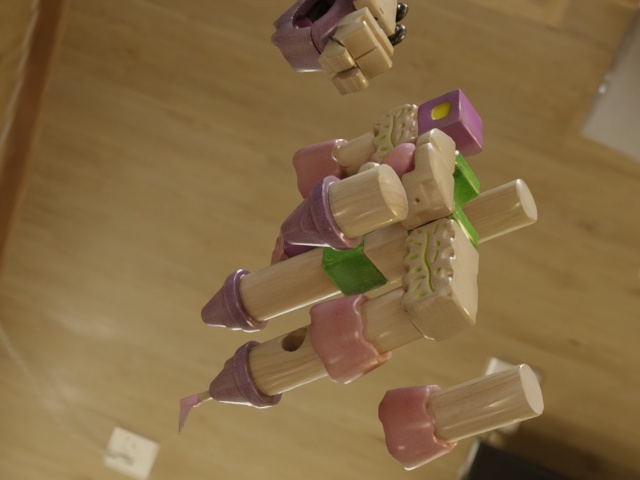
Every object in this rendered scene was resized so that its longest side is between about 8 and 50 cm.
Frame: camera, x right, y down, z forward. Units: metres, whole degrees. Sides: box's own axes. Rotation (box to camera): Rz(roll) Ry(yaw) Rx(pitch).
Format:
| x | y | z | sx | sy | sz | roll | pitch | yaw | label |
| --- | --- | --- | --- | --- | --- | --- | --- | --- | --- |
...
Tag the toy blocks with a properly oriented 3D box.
| x | y | z | sx | sy | sz | roll | pitch | yaw | label |
| --- | --- | --- | --- | --- | --- | --- | --- | --- | --- |
| 0.000 | 0.000 | 1.119 | 0.309 | 0.260 | 0.289 | 51 | 31 | -33 | toy blocks |
